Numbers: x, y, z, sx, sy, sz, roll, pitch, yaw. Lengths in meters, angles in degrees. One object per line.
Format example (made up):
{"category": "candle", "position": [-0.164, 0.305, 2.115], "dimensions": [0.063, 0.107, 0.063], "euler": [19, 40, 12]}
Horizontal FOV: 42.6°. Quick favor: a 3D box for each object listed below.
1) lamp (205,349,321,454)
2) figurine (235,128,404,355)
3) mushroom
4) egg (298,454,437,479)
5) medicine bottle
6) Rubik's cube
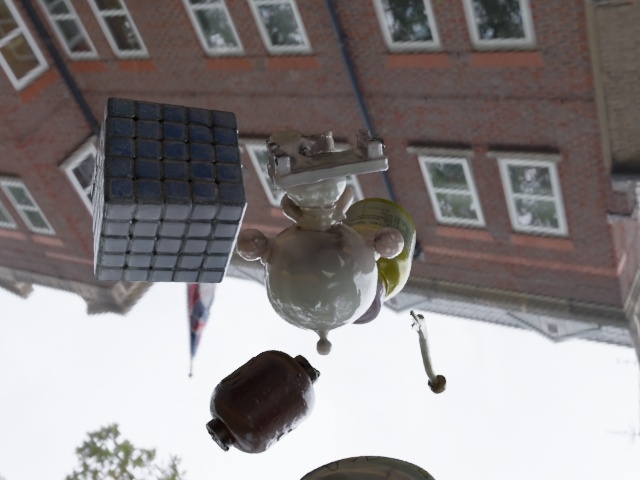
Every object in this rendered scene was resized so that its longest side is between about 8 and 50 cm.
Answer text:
{"category": "lamp", "position": [-0.117, 0.324, 1.672], "dimensions": [0.258, 0.180, 0.180], "euler": [-34, -143, -24]}
{"category": "figurine", "position": [0.008, 0.001, 0.964], "dimensions": [0.181, 0.257, 0.144], "euler": [-15, -161, -28]}
{"category": "mushroom", "position": [0.183, 0.181, 1.440], "dimensions": [0.043, 0.306, 0.068], "euler": [-34, -130, -9]}
{"category": "egg", "position": [0.083, 0.458, 1.392], "dimensions": [0.271, 0.196, 0.196], "euler": [12, -135, 13]}
{"category": "medicine bottle", "position": [0.067, 0.034, 1.161], "dimensions": [0.121, 0.122, 0.212], "euler": [-10, -155, 17]}
{"category": "Rubik's cube", "position": [-0.273, -0.080, 1.438], "dimensions": [0.237, 0.238, 0.237], "euler": [4, -129, -19]}
